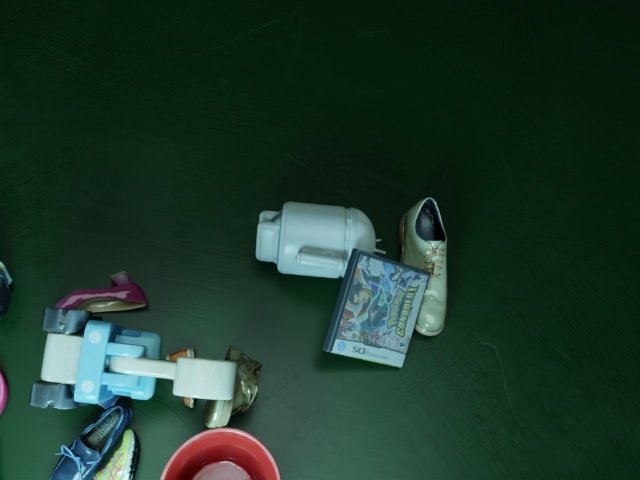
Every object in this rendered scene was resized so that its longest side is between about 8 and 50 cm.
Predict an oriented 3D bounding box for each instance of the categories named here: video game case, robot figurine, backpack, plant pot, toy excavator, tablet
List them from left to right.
[{"bbox_3d":[-0.890,0.108,1.659,0.188,0.166,0.145,12,63,-6],"label":"backpack"},{"bbox_3d":[-0.536,0.386,1.673,0.054,0.006,0.083,30,66,6],"label":"tablet"},{"bbox_3d":[-0.420,0.282,1.500,0.444,0.433,0.223,6,79,-8],"label":"toy excavator"},{"bbox_3d":[-0.226,0.585,1.498,0.274,0.243,0.275,3,65,-6],"label":"plant pot"},{"bbox_3d":[0.000,0.000,1.815,0.353,0.200,0.300,5,29,-2],"label":"robot figurine"},{"bbox_3d":[0.153,0.183,1.735,0.248,0.035,0.275,17,89,-28],"label":"video game case"}]

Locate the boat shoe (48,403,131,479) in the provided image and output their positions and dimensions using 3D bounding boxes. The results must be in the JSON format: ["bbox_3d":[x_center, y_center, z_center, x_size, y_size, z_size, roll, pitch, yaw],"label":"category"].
[{"bbox_3d":[-0.565,0.496,1.573,0.109,0.089,0.258,28,65,5],"label":"boat shoe"}]

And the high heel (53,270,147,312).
[{"bbox_3d":[-0.584,0.180,1.720,0.244,0.082,0.117,-28,62,-32],"label":"high heel"}]

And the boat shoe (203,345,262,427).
[{"bbox_3d":[-0.198,0.351,1.578,0.110,0.341,0.122,22,103,-4],"label":"boat shoe"}]

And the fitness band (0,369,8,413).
[{"bbox_3d":[-0.917,0.361,1.604,0.290,0.054,0.209,27,65,3],"label":"fitness band"}]

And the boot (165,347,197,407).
[{"bbox_3d":[-0.359,0.358,1.688,0.084,0.059,0.158,-8,59,-8],"label":"boot"}]

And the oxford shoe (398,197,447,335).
[{"bbox_3d":[0.295,0.067,1.860,0.140,0.146,0.397,-1,67,-12],"label":"oxford shoe"}]

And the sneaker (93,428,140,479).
[{"bbox_3d":[-0.493,0.553,1.565,0.094,0.081,0.209,8,64,1],"label":"sneaker"}]
